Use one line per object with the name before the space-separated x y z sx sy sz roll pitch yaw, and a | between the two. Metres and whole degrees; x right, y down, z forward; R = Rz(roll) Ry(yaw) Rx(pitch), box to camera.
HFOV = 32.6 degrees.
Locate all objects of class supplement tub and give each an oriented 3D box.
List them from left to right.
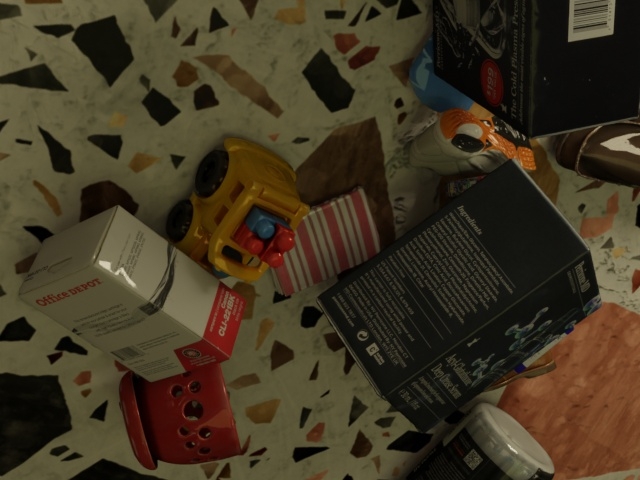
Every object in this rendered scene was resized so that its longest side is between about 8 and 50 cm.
supplement tub | 0.278 0.502 2.151 0.207 0.207 0.338 33 104 -35

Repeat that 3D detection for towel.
towel | 0.000 0.000 1.832 0.197 0.029 0.144 -24 126 -10

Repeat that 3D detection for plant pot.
plant pot | -0.233 0.285 1.815 0.174 0.191 0.191 -16 125 -5

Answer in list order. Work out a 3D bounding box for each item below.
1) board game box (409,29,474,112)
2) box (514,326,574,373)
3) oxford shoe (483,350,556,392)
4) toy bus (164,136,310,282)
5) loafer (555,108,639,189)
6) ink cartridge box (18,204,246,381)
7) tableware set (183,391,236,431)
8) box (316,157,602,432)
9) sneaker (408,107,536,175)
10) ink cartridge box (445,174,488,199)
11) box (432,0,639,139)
board game box | 0.211 -0.287 1.734 0.133 0.033 0.168 25 103 -29
box | 0.375 0.154 2.021 0.137 0.126 0.072 -40 126 5
oxford shoe | 0.345 0.244 2.115 0.212 0.076 0.076 -19 96 -8
toy bus | -0.118 -0.011 1.660 0.149 0.211 0.220 24 111 -34
loafer | 0.583 -0.151 1.912 0.366 0.130 0.133 1 120 -23
ink cartridge box | -0.281 0.087 1.647 0.197 0.114 0.273 -20 133 39
tableware set | -0.227 0.327 1.944 0.154 0.024 0.104 -10 124 -18
box | 0.241 0.103 1.820 0.395 0.212 0.293 -37 153 3
sneaker | 0.248 -0.150 1.812 0.262 0.099 0.121 10 153 -42
ink cartridge box | 0.274 -0.090 1.832 0.115 0.029 0.063 -8 172 30
box | 0.295 -0.360 1.529 0.179 0.312 0.343 -12 118 -15
